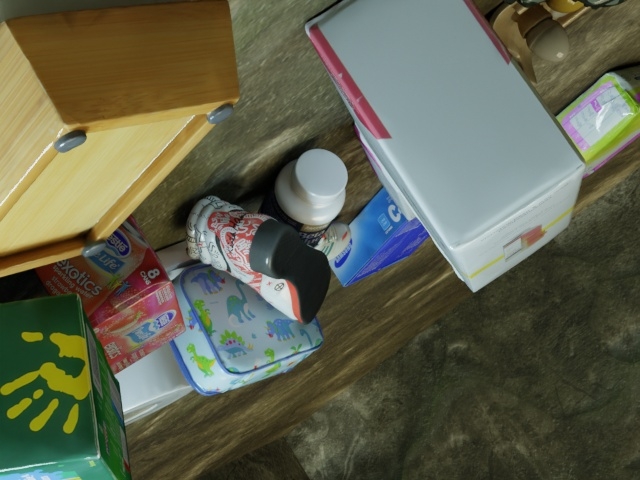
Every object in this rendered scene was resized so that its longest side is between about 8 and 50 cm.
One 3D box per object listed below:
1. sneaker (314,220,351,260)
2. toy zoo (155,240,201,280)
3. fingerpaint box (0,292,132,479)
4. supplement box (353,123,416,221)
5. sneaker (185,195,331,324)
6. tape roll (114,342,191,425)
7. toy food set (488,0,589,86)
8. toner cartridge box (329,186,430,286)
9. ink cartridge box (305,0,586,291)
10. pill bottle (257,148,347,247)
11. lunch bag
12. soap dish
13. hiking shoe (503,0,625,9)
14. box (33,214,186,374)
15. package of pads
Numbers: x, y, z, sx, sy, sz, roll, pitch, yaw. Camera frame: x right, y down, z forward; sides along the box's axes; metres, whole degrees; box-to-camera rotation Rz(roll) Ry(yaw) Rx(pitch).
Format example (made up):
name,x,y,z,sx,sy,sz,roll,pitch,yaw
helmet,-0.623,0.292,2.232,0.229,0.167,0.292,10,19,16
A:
name,x,y,z,sx,sy,sz,roll,pitch,yaw
sneaker,0.000,0.000,1.999,0.161,0.057,0.075,-19,167,-39
toy zoo,-0.211,0.062,1.779,0.293,0.030,0.192,-41,165,36
fingerpaint box,-0.397,0.209,1.299,0.371,0.163,0.445,-8,164,-7
supplement box,0.129,-0.117,1.743,0.114,0.111,0.220,-34,168,3
sneaker,-0.082,0.022,1.640,0.090,0.145,0.270,-65,159,-12
tape roll,-0.332,0.232,1.894,0.286,0.100,0.286,-24,173,-3
toy food set,0.363,-0.311,1.616,0.306,0.092,0.220,-36,167,19
toner cartridge box,0.152,-0.053,2.133,0.165,0.075,0.348,-22,164,-36
ink cartridge box,0.147,-0.115,1.410,0.160,0.279,0.384,-34,168,2
pill bottle,-0.022,-0.051,1.663,0.094,0.094,0.169,-27,166,-26
lunch bag,-0.110,0.104,1.718,0.219,0.176,0.090,-15,164,-49
soap dish,-0.217,-0.077,1.023,0.229,0.118,0.291,-18,162,-50
hiking shoe,0.298,-0.323,1.356,0.304,0.113,0.132,-21,164,-44
box,-0.242,0.057,1.457,0.122,0.128,0.257,-30,167,-10
package of pads,0.514,-0.207,2.377,0.229,0.101,0.296,-19,161,-49
